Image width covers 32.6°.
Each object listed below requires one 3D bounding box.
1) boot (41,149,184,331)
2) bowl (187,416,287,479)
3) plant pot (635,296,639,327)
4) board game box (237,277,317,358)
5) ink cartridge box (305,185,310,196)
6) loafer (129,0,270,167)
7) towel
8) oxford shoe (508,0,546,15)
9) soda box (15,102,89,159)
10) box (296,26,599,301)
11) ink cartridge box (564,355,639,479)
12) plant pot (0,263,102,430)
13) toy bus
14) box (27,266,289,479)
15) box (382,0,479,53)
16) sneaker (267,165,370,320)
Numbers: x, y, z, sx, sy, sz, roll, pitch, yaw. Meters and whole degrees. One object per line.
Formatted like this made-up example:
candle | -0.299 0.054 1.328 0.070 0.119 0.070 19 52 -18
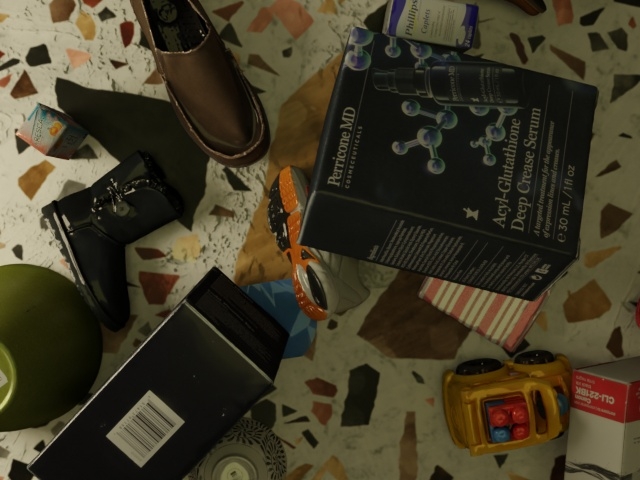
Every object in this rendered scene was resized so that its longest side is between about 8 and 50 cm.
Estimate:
boot | -0.311 -0.001 1.778 0.207 0.094 0.246 -28 87 4
bowl | -0.141 0.384 1.812 0.170 0.080 0.170 0 93 -1
plant pot | 0.638 0.115 1.766 0.174 0.191 0.191 34 92 -9
board game box | -0.089 0.133 1.825 0.169 0.033 0.133 -9 98 5
ink cartridge box | 0.031 -0.056 1.775 0.115 0.029 0.062 15 55 -40
loafer | -0.205 -0.277 1.748 0.134 0.130 0.366 -32 94 0
towel | 0.277 0.081 1.834 0.197 0.029 0.144 31 92 -1
oxford shoe | 0.274 -0.426 1.794 0.212 0.076 0.076 33 122 -5
soda box | -0.419 -0.170 1.722 0.058 0.183 0.063 37 90 -3
box | 0.193 -0.113 1.680 0.396 0.212 0.293 13 67 -2
ink cartridge box | 0.497 0.338 1.756 0.197 0.114 0.272 -3 99 -39
plant pot | -0.498 0.182 1.685 0.275 0.293 0.274 0 93 -1
toy bus | 0.320 0.268 1.754 0.220 0.211 0.149 -9 92 -2
box | -0.231 0.238 1.672 0.179 0.312 0.343 43 98 -4
box | 0.173 -0.347 1.756 0.137 0.126 0.072 9 94 -2
sneaker | 0.000 0.000 1.800 0.121 0.099 0.262 -9 78 -36
